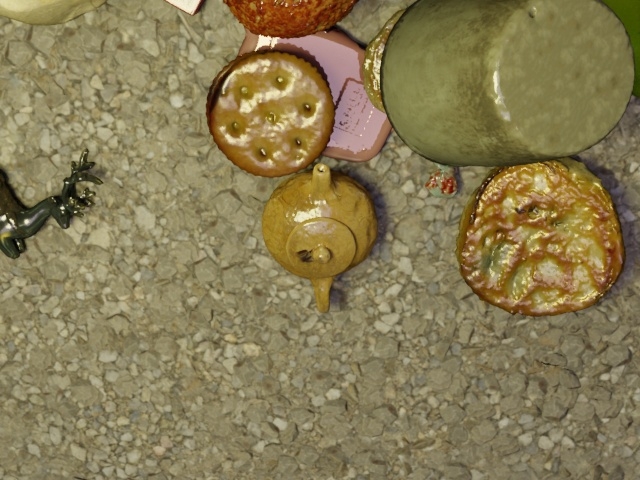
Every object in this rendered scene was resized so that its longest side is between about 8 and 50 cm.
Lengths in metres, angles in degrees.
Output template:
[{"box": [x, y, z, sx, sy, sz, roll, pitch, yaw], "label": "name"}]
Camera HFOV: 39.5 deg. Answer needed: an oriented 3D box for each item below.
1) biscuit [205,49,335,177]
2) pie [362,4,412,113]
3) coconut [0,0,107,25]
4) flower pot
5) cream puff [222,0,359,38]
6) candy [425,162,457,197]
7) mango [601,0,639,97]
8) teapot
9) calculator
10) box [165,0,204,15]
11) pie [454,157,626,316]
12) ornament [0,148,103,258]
[{"box": [-0.084, -0.210, 1.489, 0.220, 0.066, 0.220, -1, 112, -2], "label": "biscuit"}, {"box": [0.151, -0.294, 1.473, 0.163, 0.079, 0.193, 28, 92, -22], "label": "pie"}, {"box": [-0.458, -0.505, 1.318, 0.360, 0.346, 0.346, 21, 111, 17], "label": "coconut"}, {"box": [0.273, -0.237, 1.308, 0.293, 0.330, 0.293, -3, 102, -15], "label": "flower pot"}, {"box": [-0.040, -0.404, 1.394, 0.240, 0.240, 0.164, -6, 131, 5], "label": "cream puff"}, {"box": [0.243, -0.209, 1.530, 0.086, 0.059, 0.292, 19, 109, -2], "label": "candy"}, {"box": [0.472, -0.362, 1.410, 0.192, 0.156, 0.343, -27, 121, 20], "label": "mango"}, {"box": [0.000, 0.000, 1.547, 0.203, 0.167, 0.311, -1, 122, -1], "label": "teapot"}, {"box": [-0.008, -0.259, 1.531, 0.329, 0.048, 0.220, 20, 108, -7], "label": "calculator"}, {"box": [-0.245, -0.453, 1.466, 0.156, 0.060, 0.111, 29, 108, -11], "label": "box"}, {"box": [0.384, -0.003, 1.586, 0.315, 0.092, 0.315, 3, 110, 7], "label": "pie"}, {"box": [-0.511, -0.099, 1.596, 0.236, 0.080, 0.202, -25, 109, 14], "label": "ornament"}]
